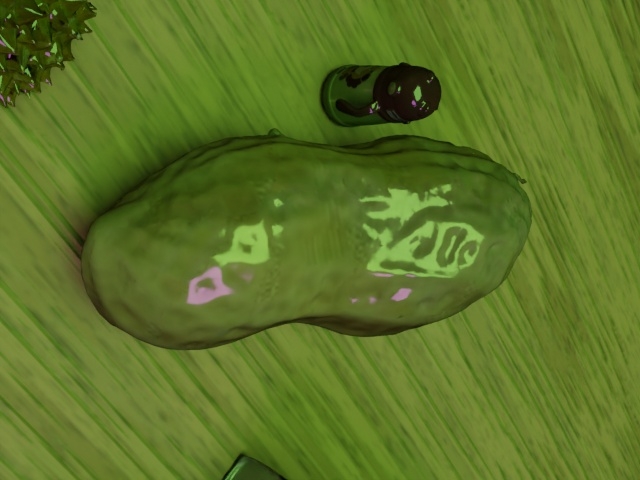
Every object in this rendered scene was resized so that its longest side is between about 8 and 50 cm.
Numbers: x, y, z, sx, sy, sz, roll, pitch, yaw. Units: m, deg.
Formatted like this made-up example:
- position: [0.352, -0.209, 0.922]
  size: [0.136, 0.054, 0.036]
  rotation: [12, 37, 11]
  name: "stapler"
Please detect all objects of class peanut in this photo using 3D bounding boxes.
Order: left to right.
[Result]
- position: [0.000, 0.000, 0.506]
  size: [0.313, 0.149, 0.149]
  rotation: [-4, 100, -30]
  name: "peanut"

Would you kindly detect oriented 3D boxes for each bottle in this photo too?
- position: [0.046, -0.106, 0.533]
  size: [0.047, 0.101, 0.063]
  rotation: [38, 77, -31]
  name: "bottle"

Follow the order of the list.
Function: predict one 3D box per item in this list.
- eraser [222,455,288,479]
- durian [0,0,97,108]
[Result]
- position: [0.036, 0.288, 0.578]
  size: [0.086, 0.130, 0.287]
  rotation: [-50, 121, -13]
  name: "eraser"
- position: [-0.190, -0.168, 0.375]
  size: [0.146, 0.102, 0.208]
  rotation: [-25, 107, -21]
  name: "durian"
